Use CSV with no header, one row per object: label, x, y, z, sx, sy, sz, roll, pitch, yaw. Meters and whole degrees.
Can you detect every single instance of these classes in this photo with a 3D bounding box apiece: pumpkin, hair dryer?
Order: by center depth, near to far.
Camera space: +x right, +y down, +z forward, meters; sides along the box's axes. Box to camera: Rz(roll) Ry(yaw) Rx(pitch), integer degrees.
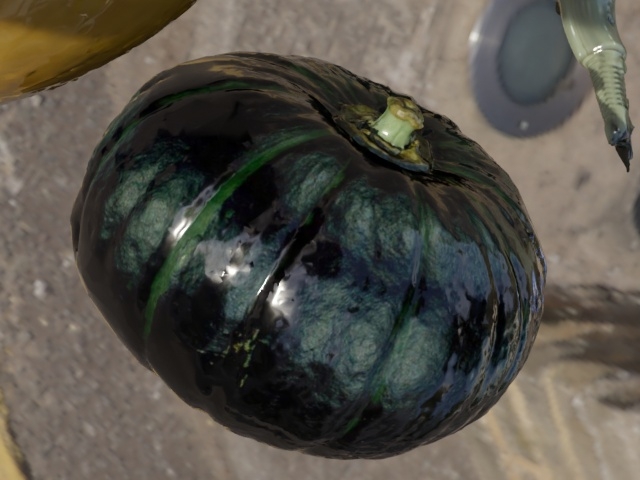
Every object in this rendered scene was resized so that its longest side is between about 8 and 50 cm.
pumpkin,0.000,0.000,0.645,0.202,0.202,0.140,4,124,-39
hair dryer,0.114,-0.172,0.975,0.092,0.229,0.267,25,73,-42

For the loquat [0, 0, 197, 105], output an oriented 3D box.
loquat,-0.125,-0.166,0.482,0.263,0.263,0.263,-16,118,-32
